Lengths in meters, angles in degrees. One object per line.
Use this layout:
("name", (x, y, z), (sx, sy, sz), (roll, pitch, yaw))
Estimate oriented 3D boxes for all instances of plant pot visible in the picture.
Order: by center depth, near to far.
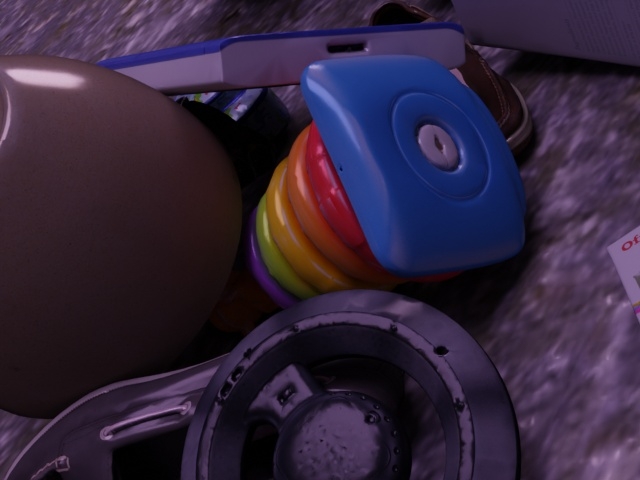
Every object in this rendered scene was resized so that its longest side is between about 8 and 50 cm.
("plant pot", (-0.229, -0.030, 0.969), (0.284, 0.191, 0.284), (-13, 58, 22))

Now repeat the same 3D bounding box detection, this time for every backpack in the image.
("backpack", (-0.096, -0.132, 1.322), (0.105, 0.084, 0.114), (-44, 34, -6))

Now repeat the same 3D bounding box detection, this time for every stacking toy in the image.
("stacking toy", (0.000, 0.000, 1.007), (0.166, 0.175, 0.302), (-9, -21, -43))

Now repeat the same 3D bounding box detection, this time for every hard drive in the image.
("hard drive", (-0.050, -0.152, 1.107), (0.210, 0.040, 0.319), (-8, 8, -26))

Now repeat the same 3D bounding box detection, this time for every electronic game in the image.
("electronic game", (0.014, 0.140, 0.807), (0.229, 0.048, 0.229), (-10, 65, 21))

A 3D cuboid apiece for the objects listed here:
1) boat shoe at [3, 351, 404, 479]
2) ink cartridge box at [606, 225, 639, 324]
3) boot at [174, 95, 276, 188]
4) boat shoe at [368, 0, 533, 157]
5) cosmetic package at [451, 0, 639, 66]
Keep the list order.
("boat shoe", (-0.095, 0.152, 0.916), (0.335, 0.112, 0.095), (-27, 28, 12))
("ink cartridge box", (0.236, 0.030, 0.778), (0.088, 0.052, 0.122), (-36, 31, 19))
("boot", (-0.134, -0.029, 1.145), (0.229, 0.091, 0.263), (-33, 48, -18))
("boat shoe", (0.098, -0.144, 1.124), (0.095, 0.095, 0.257), (-37, 31, 1))
("cosmetic package", (0.248, -0.272, 1.067), (0.225, 0.138, 0.224), (15, 58, 44))
